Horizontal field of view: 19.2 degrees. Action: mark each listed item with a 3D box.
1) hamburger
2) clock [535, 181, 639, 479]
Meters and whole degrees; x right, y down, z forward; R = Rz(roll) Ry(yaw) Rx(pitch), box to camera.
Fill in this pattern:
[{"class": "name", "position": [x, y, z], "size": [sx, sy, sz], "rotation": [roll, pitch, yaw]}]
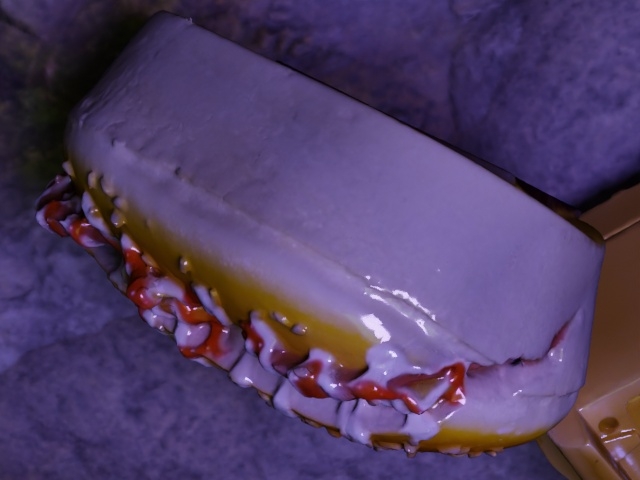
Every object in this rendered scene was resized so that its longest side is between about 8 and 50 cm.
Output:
[{"class": "hamburger", "position": [0.000, 0.000, 0.929], "size": [0.227, 0.295, 0.151], "rotation": [18, 96, -51]}, {"class": "clock", "position": [0.258, 0.109, 1.057], "size": [0.244, 0.200, 0.317], "rotation": [-27, 122, 11]}]
